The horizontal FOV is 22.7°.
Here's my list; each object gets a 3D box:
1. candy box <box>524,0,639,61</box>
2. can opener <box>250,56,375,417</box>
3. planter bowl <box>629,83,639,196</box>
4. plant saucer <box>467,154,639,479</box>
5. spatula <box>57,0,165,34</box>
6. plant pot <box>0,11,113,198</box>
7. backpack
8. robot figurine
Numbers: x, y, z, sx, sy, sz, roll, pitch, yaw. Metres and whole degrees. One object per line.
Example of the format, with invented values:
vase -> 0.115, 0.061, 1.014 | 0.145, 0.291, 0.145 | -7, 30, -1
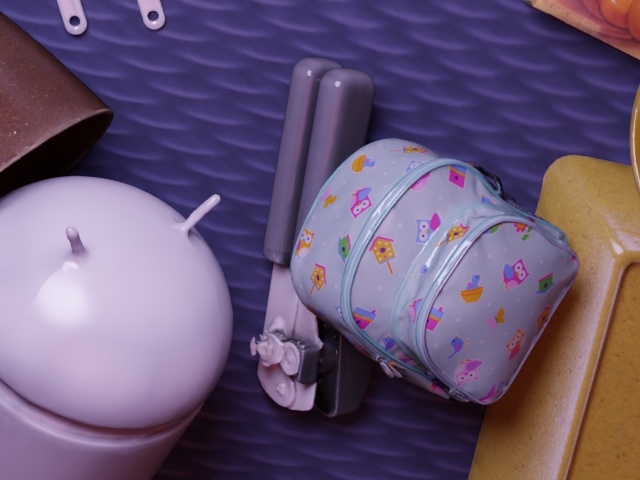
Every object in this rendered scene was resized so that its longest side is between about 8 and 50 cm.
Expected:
candy box -> 0.242, -0.235, 1.176 | 0.109, 0.053, 0.187 | 25, 101, -9
can opener -> 0.000, 0.000, 1.229 | 0.093, 0.074, 0.280 | -7, 111, -37
planter bowl -> 0.346, -0.077, 1.183 | 0.090, 0.217, 0.217 | 5, 111, -49
plant saucer -> 0.309, 0.126, 1.267 | 0.332, 0.081, 0.333 | 11, 104, -6
spatula -> -0.213, -0.256, 1.165 | 0.168, 0.019, 0.242 | -15, 109, -2
plant pot -> -0.300, -0.112, 1.117 | 0.215, 0.215, 0.230 | -38, 90, 8
backpack -> 0.081, 0.020, 1.159 | 0.188, 0.144, 0.166 | 32, 91, -33
robot figurine -> -0.188, 0.095, 1.132 | 0.200, 0.300, 0.353 | 44, 130, 12
